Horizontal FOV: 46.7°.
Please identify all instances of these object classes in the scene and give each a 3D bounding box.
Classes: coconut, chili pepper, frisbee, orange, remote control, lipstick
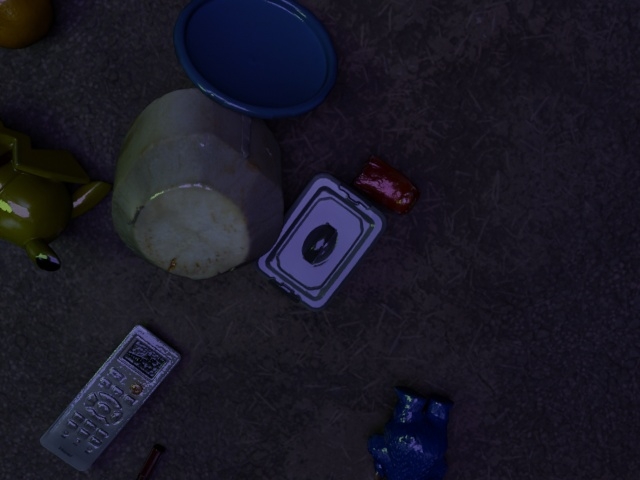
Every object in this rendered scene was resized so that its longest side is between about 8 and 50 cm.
[{"bbox_3d":[-0.203,-0.096,1.266,0.323,0.323,0.323,0,99,1],"label":"coconut"},{"bbox_3d":[0.122,-0.096,1.360,0.123,0.073,0.070,34,140,-2],"label":"chili pepper"},{"bbox_3d":[-0.110,-0.319,1.274,0.289,0.049,0.289,9,60,-16],"label":"frisbee"},{"bbox_3d":[-0.543,-0.415,1.288,0.159,0.159,0.136,10,56,0],"label":"orange"},{"bbox_3d":[-0.409,0.306,1.447,0.109,0.055,0.313,40,93,-11],"label":"remote control"},{"bbox_3d":[-0.361,0.487,1.485,0.027,0.027,0.176,28,100,-3],"label":"lipstick"}]

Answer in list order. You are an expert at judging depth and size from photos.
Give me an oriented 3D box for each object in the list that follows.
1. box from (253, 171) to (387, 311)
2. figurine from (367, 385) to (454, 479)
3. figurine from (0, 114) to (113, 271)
[{"bbox_3d":[0.000,0.000,1.346,0.162,0.130,0.227,36,97,-4],"label":"box"},{"bbox_3d":[0.172,0.411,1.412,0.164,0.121,0.262,2,101,-3],"label":"figurine"},{"bbox_3d":[-0.550,-0.104,1.330,0.327,0.218,0.169,45,138,-12],"label":"figurine"}]
